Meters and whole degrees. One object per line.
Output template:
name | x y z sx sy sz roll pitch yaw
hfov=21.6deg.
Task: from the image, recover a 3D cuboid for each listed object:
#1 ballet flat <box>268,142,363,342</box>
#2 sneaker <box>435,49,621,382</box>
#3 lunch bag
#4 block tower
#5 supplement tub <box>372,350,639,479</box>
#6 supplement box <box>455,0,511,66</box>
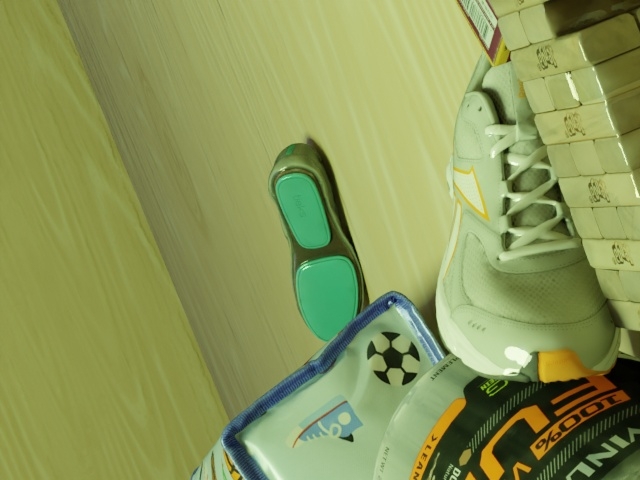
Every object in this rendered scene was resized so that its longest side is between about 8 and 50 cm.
ballet flat | 0.000 0.000 1.651 0.068 0.072 0.213 -82 -19 -57
sneaker | 0.109 -0.031 0.921 0.262 0.099 0.121 -93 -1 -55
lunch bag | 0.078 0.281 1.445 0.385 0.239 0.328 49 165 4
block tower | 0.142 -0.109 0.794 0.097 0.091 0.335 -177 65 -77
supplement tub | 0.172 0.175 0.908 0.207 0.207 0.338 70 166 -14
supplement box | 0.116 -0.134 0.867 0.055 0.083 0.043 62 166 20
